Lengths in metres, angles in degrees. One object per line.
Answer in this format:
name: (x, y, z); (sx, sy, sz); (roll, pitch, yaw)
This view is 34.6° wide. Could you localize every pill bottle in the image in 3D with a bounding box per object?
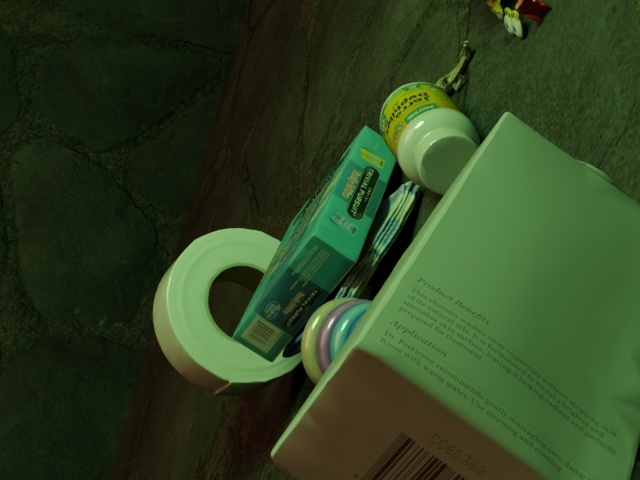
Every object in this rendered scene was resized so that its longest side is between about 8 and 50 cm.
pill bottle: (0.157, -0.141, 1.450); (0.208, 0.118, 0.117); (-108, 41, -64)

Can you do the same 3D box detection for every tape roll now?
tape roll: (-0.147, 0.126, 1.817); (0.100, 0.286, 0.286); (-40, 35, 58)

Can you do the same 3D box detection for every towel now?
towel: (0.044, 0.045, 1.591); (0.285, 0.034, 0.209); (-57, 9, -28)

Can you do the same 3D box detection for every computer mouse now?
computer mouse: (0.056, 0.099, 1.627); (0.193, 0.042, 0.106); (-161, 89, -73)

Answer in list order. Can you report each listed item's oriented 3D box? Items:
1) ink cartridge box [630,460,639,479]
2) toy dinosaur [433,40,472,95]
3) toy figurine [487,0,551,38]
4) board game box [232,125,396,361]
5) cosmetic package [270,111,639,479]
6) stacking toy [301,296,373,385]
ink cartridge box: (0.264, 0.241, 0.677); (0.127, 0.128, 0.176); (-56, 22, 38)
toy dinosaur: (0.185, -0.230, 1.608); (0.183, 0.053, 0.092); (-43, 16, 43)
toy figurine: (0.205, -0.455, 1.479); (0.191, 0.217, 0.362); (-62, 19, 24)
board game box: (0.000, 0.000, 1.641); (0.254, 0.079, 0.336); (-51, 8, 36)
cosmetic package: (0.150, 0.077, 0.841); (0.156, 0.217, 0.385); (-57, -6, 39)
stacking toy: (0.105, 0.134, 1.296); (0.330, 0.141, 0.141); (-12, 59, 62)
